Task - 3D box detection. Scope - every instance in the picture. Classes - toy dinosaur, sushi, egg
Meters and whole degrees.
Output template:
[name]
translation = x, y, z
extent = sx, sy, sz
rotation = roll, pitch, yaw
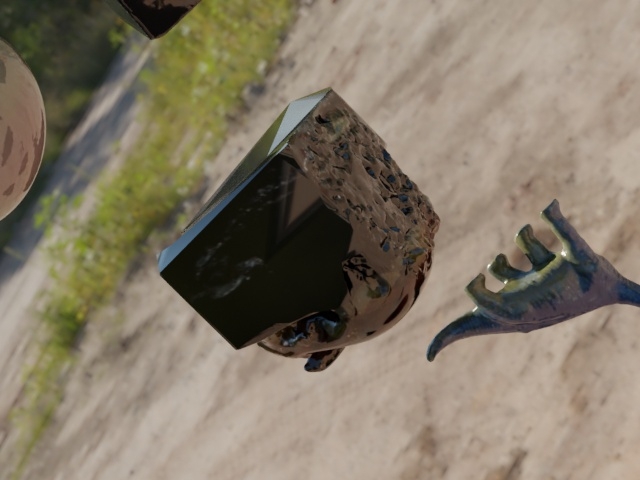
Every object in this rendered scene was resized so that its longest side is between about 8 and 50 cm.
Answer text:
[toy dinosaur]
translation = 0.236, 0.076, 1.350
extent = 0.248, 0.188, 0.075
rotation = -43, -9, -2
[sushi]
translation = 0.000, 0.000, 1.291
extent = 0.215, 0.212, 0.227
rotation = -46, 7, 6
[egg]
translation = -0.205, -0.061, 0.776
extent = 0.135, 0.103, 0.103
rotation = 113, 175, -46

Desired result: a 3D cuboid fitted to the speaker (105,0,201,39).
[speaker]
translation = -0.182, -0.396, 1.557
extent = 0.254, 0.232, 0.184
rotation = -42, 27, -4
